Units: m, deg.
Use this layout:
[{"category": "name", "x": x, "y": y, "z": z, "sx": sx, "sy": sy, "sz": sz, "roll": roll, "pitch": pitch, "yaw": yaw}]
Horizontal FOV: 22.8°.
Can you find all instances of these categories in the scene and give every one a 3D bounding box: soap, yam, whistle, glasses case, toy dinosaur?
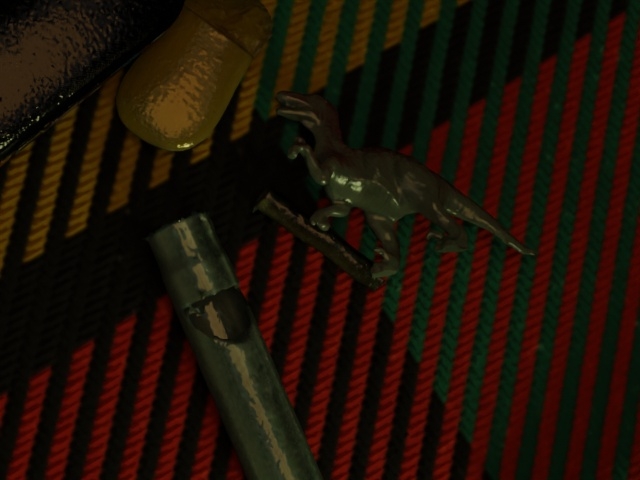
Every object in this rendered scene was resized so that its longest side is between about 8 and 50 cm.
[{"category": "soap", "x": -0.108, "y": -0.154, "z": 1.372, "sx": 0.089, "sy": 0.033, "sz": 0.168, "roll": 31, "pitch": 74, "yaw": -6}, {"category": "yam", "x": 0.000, "y": 0.000, "z": 1.376, "sx": 0.129, "sy": 0.033, "sz": 0.027, "roll": 37, "pitch": 47, "yaw": -9}, {"category": "whistle", "x": -0.060, "y": 0.127, "z": 1.320, "sx": 0.062, "sy": 0.062, "sz": 0.312, "roll": -22, "pitch": 86, "yaw": -16}, {"category": "glasses case", "x": -0.251, "y": -0.152, "z": 1.312, "sx": 0.321, "sy": 0.082, "sz": 0.122, "roll": -41, "pitch": 88, "yaw": -15}, {"category": "toy dinosaur", "x": 0.078, "y": -0.044, "z": 1.387, "sx": 0.242, "sy": 0.053, "sz": 0.167, "roll": 7, "pitch": 57, "yaw": -17}]
